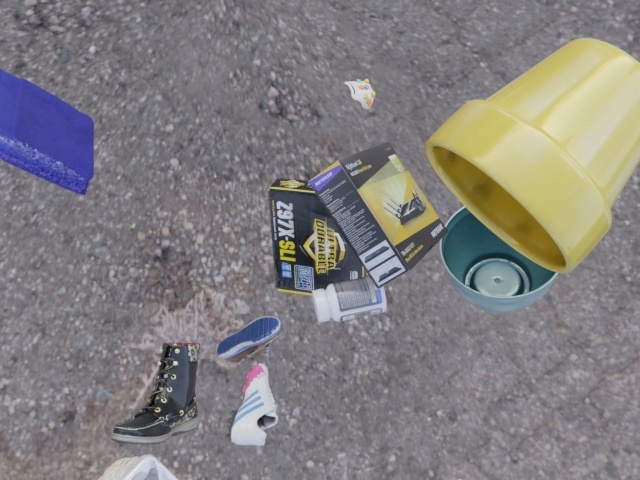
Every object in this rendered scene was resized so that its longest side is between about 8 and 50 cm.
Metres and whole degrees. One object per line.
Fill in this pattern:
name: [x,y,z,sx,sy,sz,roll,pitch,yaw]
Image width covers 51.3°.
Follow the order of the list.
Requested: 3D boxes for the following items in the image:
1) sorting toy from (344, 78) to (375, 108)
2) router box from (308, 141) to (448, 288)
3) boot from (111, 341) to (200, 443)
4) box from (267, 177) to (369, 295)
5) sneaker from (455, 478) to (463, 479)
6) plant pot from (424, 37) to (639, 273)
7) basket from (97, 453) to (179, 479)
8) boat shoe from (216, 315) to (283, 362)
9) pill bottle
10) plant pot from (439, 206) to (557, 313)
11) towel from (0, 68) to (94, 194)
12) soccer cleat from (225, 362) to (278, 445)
sorting toy: [0.097,-0.390,1.736,0.075,0.083,0.045,-8,156,-45]
router box: [0.128,-0.064,1.351,0.081,0.309,0.243,-34,90,28]
boot: [-0.309,0.288,1.282,0.085,0.236,0.179,2,86,23]
box: [0.000,0.000,1.783,0.257,0.079,0.322,8,121,16]
sneaker: [0.288,0.713,1.783,0.258,0.094,0.091,-15,104,-30]
plant pot: [0.311,-0.126,0.883,0.239,0.254,0.254,-46,112,0]
basket: [-0.431,0.709,1.504,0.331,0.266,0.328,51,54,-11]
boat shoe: [-0.147,0.227,1.507,0.183,0.066,0.066,-26,129,29]
pill bottle: [0.056,0.118,1.325,0.137,0.078,0.078,-11,114,-6]
plant pot: [0.448,0.064,1.676,0.293,0.293,0.196,-17,144,-1]
towel: [-0.561,-0.212,1.197,0.308,0.228,0.076,27,123,-38]
soccer cleat: [-0.193,0.527,2.126,0.143,0.331,0.116,9,122,7]
